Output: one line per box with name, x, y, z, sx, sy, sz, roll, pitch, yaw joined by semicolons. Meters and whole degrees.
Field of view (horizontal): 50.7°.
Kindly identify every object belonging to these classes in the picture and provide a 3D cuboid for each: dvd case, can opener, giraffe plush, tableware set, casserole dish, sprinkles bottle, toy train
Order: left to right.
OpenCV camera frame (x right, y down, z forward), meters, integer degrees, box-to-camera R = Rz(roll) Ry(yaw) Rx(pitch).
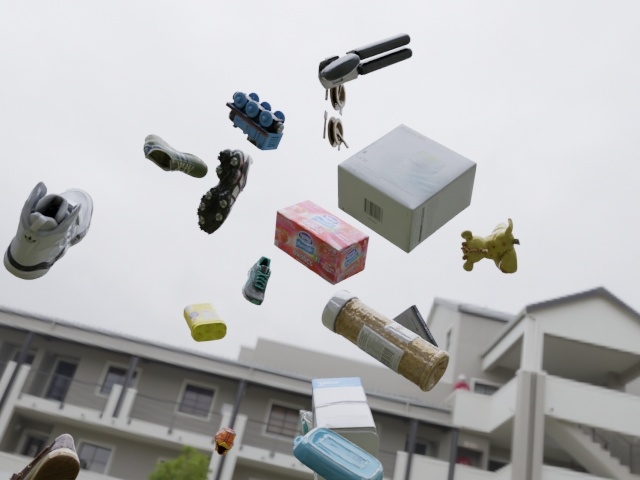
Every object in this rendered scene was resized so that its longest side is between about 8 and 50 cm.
toy train;-0.172;-0.315;1.765;0.184;0.080;0.105;38;-63;23
tableware set;0.052;-0.351;1.865;0.039;0.194;0.128;0;-9;22
casserole dish;0.037;0.402;1.242;0.189;0.036;0.114;28;17;20
can opener;0.123;-0.455;1.720;0.095;0.284;0.075;37;-34;55
sprinkles bottle;0.169;0.266;1.824;0.355;0.121;0.121;30;-20;30
dvd case;0.331;0.366;2.561;0.030;0.179;0.238;-17;-18;-35
giraffe plush;0.531;0.027;2.167;0.171;0.181;0.210;-8;-15;3

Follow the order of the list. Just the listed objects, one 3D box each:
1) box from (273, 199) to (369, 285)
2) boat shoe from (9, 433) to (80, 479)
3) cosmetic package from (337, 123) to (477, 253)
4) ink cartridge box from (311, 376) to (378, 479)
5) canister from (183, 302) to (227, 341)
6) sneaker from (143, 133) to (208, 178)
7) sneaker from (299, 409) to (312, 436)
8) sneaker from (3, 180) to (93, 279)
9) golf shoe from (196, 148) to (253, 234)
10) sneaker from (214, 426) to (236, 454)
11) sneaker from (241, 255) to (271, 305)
box;0.000;0.000;2.243;0.300;0.154;0.142;33;-50;35
boat shoe;-0.714;0.621;1.668;0.123;0.342;0.123;31;11;-31
cosmetic package;0.194;-0.126;1.542;0.224;0.225;0.138;35;-35;31
ink cartridge box;0.061;0.600;1.973;0.167;0.285;0.395;-1;7;-3
canister;-0.422;0.294;2.453;0.126;0.170;0.073;-4;-67;-23
sneaker;-0.396;-0.208;1.833;0.192;0.086;0.064;30;-58;-24
sneaker;-0.038;0.683;2.462;0.107;0.109;0.275;16;-10;4
sneaker;-0.675;-0.071;1.761;0.137;0.365;0.210;31;-56;-10
golf shoe;-0.274;-0.139;2.012;0.105;0.272;0.120;32;16;23
sneaker;-0.287;0.593;1.969;0.064;0.067;0.175;24;-30;4
sneaker;-0.163;0.101;1.779;0.065;0.166;0.076;24;-58;-18
